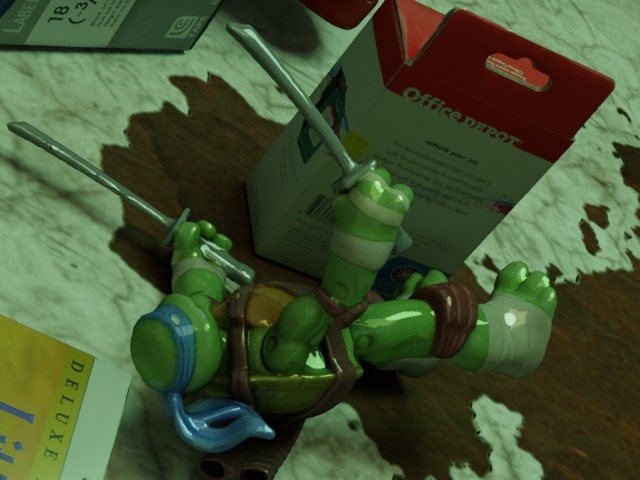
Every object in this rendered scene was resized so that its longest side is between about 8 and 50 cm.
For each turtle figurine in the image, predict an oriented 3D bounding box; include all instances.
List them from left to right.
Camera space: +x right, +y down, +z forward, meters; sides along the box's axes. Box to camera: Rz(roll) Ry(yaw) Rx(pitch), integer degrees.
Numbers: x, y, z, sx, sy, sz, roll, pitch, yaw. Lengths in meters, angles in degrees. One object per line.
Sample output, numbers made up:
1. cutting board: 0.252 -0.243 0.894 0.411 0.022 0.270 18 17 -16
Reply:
1. turtle figurine: 0.000 0.000 1.139 0.266 0.198 0.275 10 47 -43

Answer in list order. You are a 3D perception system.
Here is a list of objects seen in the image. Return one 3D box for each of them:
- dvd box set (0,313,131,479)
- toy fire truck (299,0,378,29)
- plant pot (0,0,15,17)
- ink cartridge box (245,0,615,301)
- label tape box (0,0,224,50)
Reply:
1. dvd box set: -0.304 0.093 0.808 0.420 0.062 0.308 26 40 -12
2. toy fire truck: -0.029 -0.320 1.442 0.254 0.169 0.302 33 20 -31
3. plant pot: -0.290 -0.174 1.012 0.236 0.236 0.212 50 17 19
4. ink cartridge box: 0.067 -0.068 1.248 0.134 0.231 0.078 22 38 -26
5. label tape box: -0.236 -0.246 1.274 0.333 0.106 0.241 -5 53 -47
